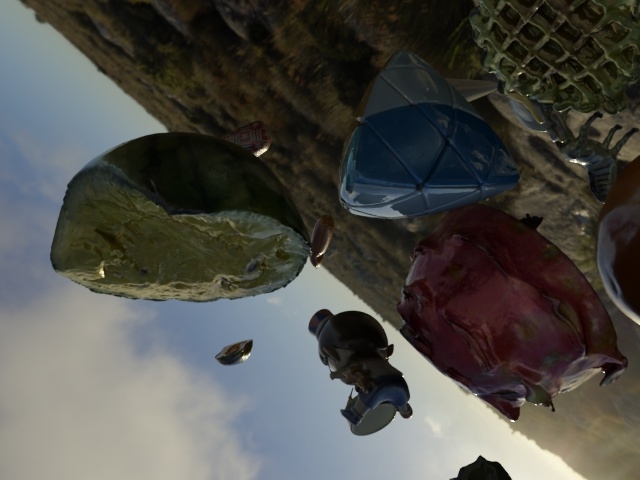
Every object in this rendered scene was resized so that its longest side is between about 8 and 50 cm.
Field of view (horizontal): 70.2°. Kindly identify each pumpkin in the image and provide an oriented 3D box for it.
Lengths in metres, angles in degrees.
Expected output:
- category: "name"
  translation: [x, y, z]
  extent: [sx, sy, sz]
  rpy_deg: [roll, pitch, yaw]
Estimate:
- category: "pumpkin"
  translation: [-0.129, 0.174, 0.689]
  extent: [0.083, 0.050, 0.028]
  rpy_deg: [-1, -106, -78]

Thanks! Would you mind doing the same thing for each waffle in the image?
- category: "waffle"
  translation: [0.378, -0.345, 0.742]
  extent: [0.317, 0.073, 0.297]
  rpy_deg: [34, 161, 50]

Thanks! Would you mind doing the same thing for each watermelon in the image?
- category: "watermelon"
  translation: [-0.172, -0.037, 0.619]
  extent: [0.331, 0.330, 0.190]
  rpy_deg: [46, -142, -67]

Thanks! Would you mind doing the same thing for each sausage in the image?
- category: "sausage"
  translation: [0.000, 0.000, 1.251]
  extent: [0.054, 0.183, 0.062]
  rpy_deg: [26, -141, 11]

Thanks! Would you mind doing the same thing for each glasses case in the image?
- category: "glasses case"
  translation: [-0.201, -0.200, 1.012]
  extent: [0.073, 0.194, 0.049]
  rpy_deg: [71, -164, 10]

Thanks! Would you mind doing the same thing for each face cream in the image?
- category: "face cream"
  translation: [0.383, -0.411, 1.280]
  extent: [0.143, 0.314, 0.089]
  rpy_deg: [-3, 101, 51]

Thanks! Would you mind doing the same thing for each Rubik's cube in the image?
- category: "Rubik's cube"
  translation: [0.146, -0.137, 0.607]
  extent: [0.254, 0.254, 0.254]
  rpy_deg: [41, 178, 2]

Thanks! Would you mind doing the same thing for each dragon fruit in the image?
- category: "dragon fruit"
  translation: [0.280, 0.138, 0.786]
  extent: [0.386, 0.249, 0.371]
  rpy_deg: [45, 168, 44]

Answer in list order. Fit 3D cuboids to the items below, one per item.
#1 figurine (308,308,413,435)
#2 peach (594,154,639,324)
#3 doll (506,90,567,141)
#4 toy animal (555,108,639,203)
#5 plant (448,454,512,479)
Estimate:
- category: "figurine"
  translation: [0.071, 0.239, 0.911]
  extent: [0.161, 0.158, 0.276]
  rpy_deg: [9, -148, -25]
- category: "peach"
  translation: [0.590, -0.008, 0.676]
  extent: [0.342, 0.343, 0.301]
  rpy_deg: [42, 165, -27]
- category: "doll"
  translation: [0.437, -0.348, 0.964]
  extent: [0.145, 0.103, 0.317]
  rpy_deg: [36, -139, -67]
- category: "toy animal"
  translation: [0.631, -0.196, 1.058]
  extent: [0.216, 0.176, 0.073]
  rpy_deg: [23, -165, -2]
- category: "plant"
  translation: [0.117, 0.332, 0.342]
  extent: [0.215, 0.213, 0.313]
  rpy_deg: [-79, -34, -68]
